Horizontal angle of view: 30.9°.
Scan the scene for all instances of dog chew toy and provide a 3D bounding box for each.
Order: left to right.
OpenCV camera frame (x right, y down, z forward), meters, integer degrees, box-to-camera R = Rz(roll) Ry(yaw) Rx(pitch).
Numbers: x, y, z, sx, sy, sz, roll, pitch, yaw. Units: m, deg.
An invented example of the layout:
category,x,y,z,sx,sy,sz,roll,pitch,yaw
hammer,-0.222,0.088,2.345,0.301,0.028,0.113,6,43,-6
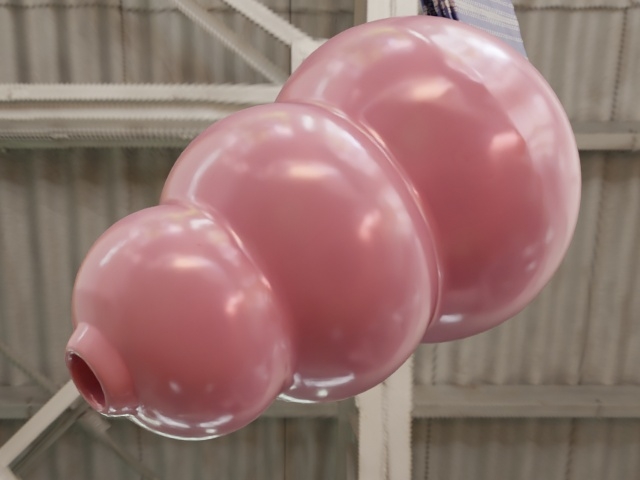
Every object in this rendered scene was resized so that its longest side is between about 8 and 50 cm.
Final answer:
category,x,y,z,sx,sy,sz,roll,pitch,yaw
dog chew toy,0.000,0.000,0.682,0.332,0.206,0.207,-32,-91,-31

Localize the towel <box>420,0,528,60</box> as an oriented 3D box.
category,x,y,z,sx,sy,sz,roll,pitch,yaw
towel,0.132,-0.178,0.997,0.040,0.243,0.336,-16,-90,24
